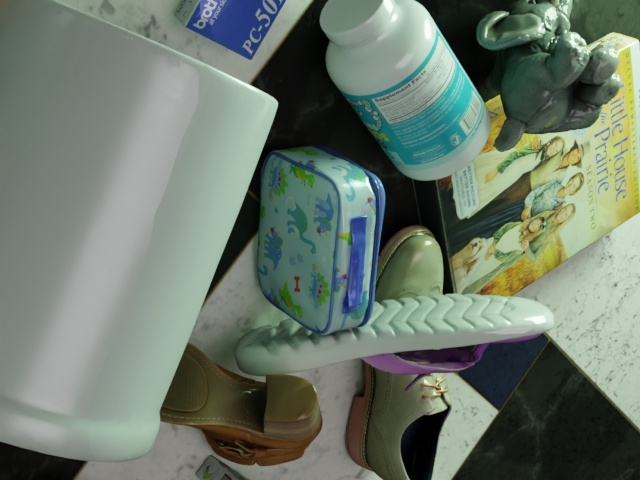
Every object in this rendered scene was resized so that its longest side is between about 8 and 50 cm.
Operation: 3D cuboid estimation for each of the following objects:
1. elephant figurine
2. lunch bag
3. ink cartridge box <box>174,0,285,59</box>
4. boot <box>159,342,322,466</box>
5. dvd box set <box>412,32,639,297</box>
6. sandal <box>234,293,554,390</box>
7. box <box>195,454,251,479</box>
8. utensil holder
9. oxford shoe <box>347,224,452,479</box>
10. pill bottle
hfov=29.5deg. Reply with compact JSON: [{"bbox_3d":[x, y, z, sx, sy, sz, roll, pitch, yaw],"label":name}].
[{"bbox_3d":[0.290,-0.262,1.664,0.186,0.239,0.169,-5,136,-29],"label":"elephant figurine"},{"bbox_3d":[0.000,0.000,1.530,0.090,0.176,0.219,-12,116,-34],"label":"lunch bag"},{"bbox_3d":[-0.072,-0.320,1.384,0.097,0.046,0.207,23,106,-35],"label":"ink cartridge box"},{"bbox_3d":[-0.138,0.217,1.562,0.220,0.284,0.109,100,-6,-64],"label":"boot"},{"bbox_3d":[0.327,-0.092,1.828,0.420,0.062,0.307,-29,126,-25],"label":"dvd box set"},{"bbox_3d":[0.098,0.143,1.599,0.416,0.169,0.102,-6,104,6],"label":"sandal"},{"bbox_3d":[-0.072,0.376,1.685,0.036,0.114,0.207,-53,132,-7],"label":"box"},{"bbox_3d":[-0.254,-0.021,1.225,0.328,0.328,0.385,20,93,-42],"label":"utensil holder"},{"bbox_3d":[0.141,0.175,1.741,0.140,0.146,0.396,-13,117,-34],"label":"oxford shoe"},{"bbox_3d":[0.102,-0.206,1.540,0.146,0.146,0.264,-49,131,-10],"label":"pill bottle"}]
